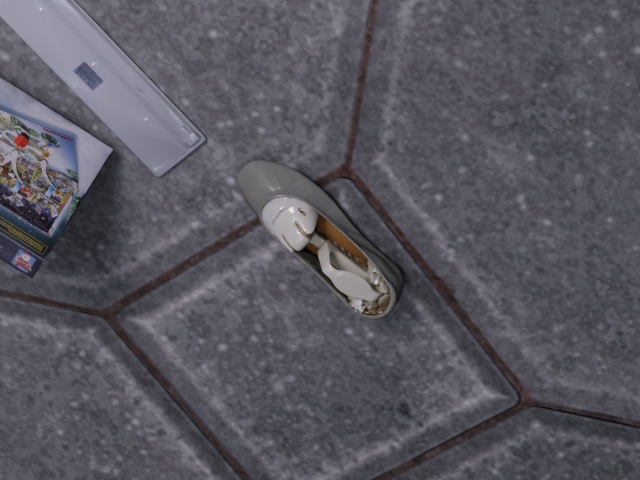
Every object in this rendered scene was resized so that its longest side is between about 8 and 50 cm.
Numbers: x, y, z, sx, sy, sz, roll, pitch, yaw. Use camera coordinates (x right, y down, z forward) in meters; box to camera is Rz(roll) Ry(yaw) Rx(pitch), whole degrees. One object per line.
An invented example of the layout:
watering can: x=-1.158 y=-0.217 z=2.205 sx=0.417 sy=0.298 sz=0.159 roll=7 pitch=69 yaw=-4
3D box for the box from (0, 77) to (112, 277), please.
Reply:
box: x=-0.345 y=-0.089 z=1.922 sx=0.233 sy=0.159 sz=0.044 roll=33 pitch=144 yaw=-8

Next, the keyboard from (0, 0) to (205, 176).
keyboard: x=-0.227 y=-0.172 z=1.942 sx=0.072 sy=0.014 sz=0.256 roll=-35 pitch=107 yaw=30

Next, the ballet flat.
ballet flat: x=0.000 y=0.000 z=1.960 sx=0.213 sy=0.068 sz=0.072 roll=41 pitch=118 yaw=-12
